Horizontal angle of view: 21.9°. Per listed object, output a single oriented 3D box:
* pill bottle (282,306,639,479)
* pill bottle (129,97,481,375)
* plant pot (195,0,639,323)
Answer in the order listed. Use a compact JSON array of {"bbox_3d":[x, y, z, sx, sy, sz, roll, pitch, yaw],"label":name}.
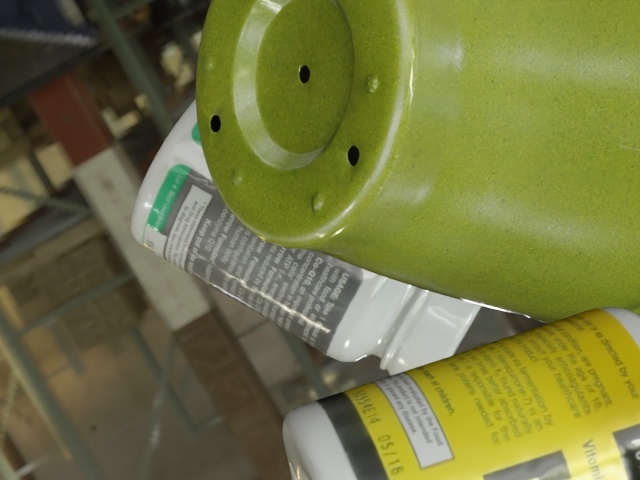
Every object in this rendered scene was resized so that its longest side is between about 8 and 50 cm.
[{"bbox_3d":[0.099,0.098,0.716,0.209,0.119,0.119,-18,-173,-9],"label":"pill bottle"},{"bbox_3d":[0.000,0.000,1.736,0.204,0.361,0.204,-58,174,-10],"label":"pill bottle"},{"bbox_3d":[0.112,-0.110,1.220,0.353,0.366,0.366,3,166,-39],"label":"plant pot"}]
